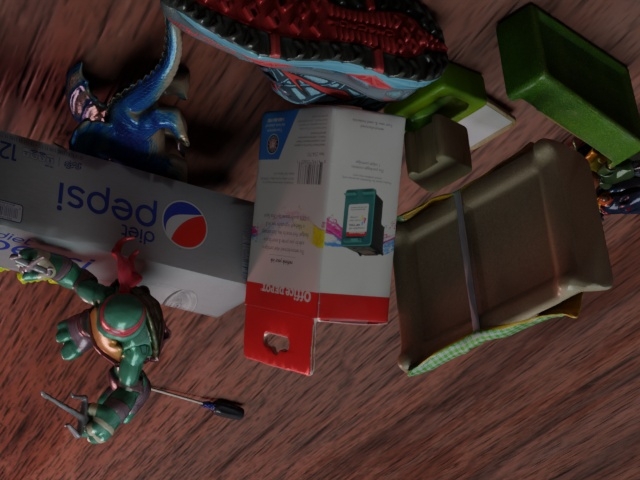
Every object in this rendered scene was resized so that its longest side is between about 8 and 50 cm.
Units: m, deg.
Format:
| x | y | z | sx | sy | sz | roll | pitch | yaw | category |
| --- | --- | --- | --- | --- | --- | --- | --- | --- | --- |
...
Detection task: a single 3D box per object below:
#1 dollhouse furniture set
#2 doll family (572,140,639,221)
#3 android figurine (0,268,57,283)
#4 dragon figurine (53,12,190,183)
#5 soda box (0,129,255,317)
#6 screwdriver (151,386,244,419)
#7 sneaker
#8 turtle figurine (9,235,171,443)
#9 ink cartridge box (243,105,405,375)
| x | y | z | sx | sy | sz | roll | pitch | yaw | category |
| --- | --- | --- | --- | --- | --- | --- | --- | --- | --- |
| 0.178 | -0.023 | 1.120 | 0.151 | 0.301 | 0.198 | 26 | 138 | -37 | dollhouse furniture set |
| 0.299 | -0.059 | 1.306 | 0.111 | 0.076 | 0.193 | -13 | 153 | 7 | doll family |
| -0.213 | 0.008 | 1.360 | 0.273 | 0.056 | 0.248 | -9 | 165 | 6 | android figurine |
| -0.193 | -0.110 | 1.154 | 0.144 | 0.085 | 0.289 | 1 | 152 | -8 | dragon figurine |
| -0.192 | -0.010 | 1.156 | 0.286 | 0.091 | 0.098 | 16 | 152 | -32 | soda box |
| -0.186 | 0.240 | 1.847 | 0.170 | 0.025 | 0.024 | 16 | 145 | -32 | screwdriver |
| -0.025 | -0.158 | 1.066 | 0.262 | 0.104 | 0.125 | 14 | 149 | -27 | sneaker |
| -0.190 | 0.087 | 1.091 | 0.118 | 0.175 | 0.234 | -15 | 166 | -12 | turtle figurine |
| 0.000 | 0.000 | 1.125 | 0.078 | 0.231 | 0.134 | 5 | -179 | -31 | ink cartridge box |
